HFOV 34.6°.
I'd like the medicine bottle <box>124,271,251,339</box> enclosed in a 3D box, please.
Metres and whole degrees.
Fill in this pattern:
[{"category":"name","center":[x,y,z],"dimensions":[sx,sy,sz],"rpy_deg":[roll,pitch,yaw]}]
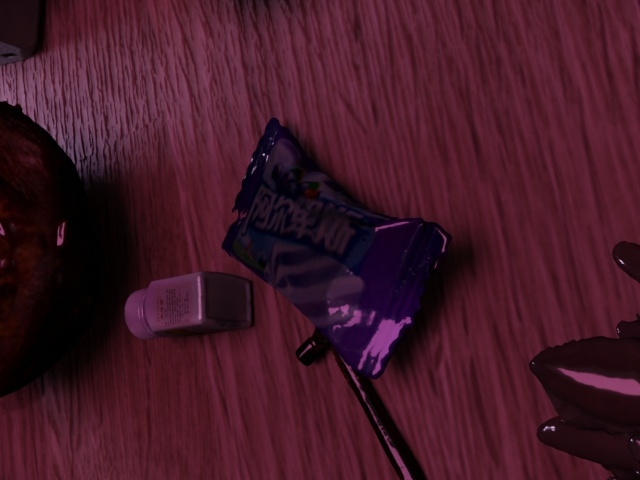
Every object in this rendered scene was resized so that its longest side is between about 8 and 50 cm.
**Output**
[{"category":"medicine bottle","center":[-0.133,0.065,1.002],"dimensions":[0.117,0.074,0.055],"rpy_deg":[-11,78,35]}]

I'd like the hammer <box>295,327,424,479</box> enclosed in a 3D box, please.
[{"category":"hammer","center":[0.041,0.145,0.894],"dimensions":[0.065,0.021,0.178],"rpy_deg":[-41,63,19]}]

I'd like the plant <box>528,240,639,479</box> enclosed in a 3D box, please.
[{"category":"plant","center":[0.295,0.113,0.605],"dimensions":[0.320,0.181,0.194],"rpy_deg":[14,97,40]}]

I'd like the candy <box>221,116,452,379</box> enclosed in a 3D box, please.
[{"category":"candy","center":[0.000,0.000,0.913],"dimensions":[0.275,0.070,0.145],"rpy_deg":[38,109,43]}]

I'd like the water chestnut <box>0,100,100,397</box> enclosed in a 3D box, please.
[{"category":"water chestnut","center":[-0.404,0.008,1.075],"dimensions":[0.350,0.302,0.351],"rpy_deg":[-6,81,41]}]

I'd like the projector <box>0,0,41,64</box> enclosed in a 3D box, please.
[{"category":"projector","center":[-0.463,-0.323,1.294],"dimensions":[0.250,0.108,0.198],"rpy_deg":[-3,81,37]}]
